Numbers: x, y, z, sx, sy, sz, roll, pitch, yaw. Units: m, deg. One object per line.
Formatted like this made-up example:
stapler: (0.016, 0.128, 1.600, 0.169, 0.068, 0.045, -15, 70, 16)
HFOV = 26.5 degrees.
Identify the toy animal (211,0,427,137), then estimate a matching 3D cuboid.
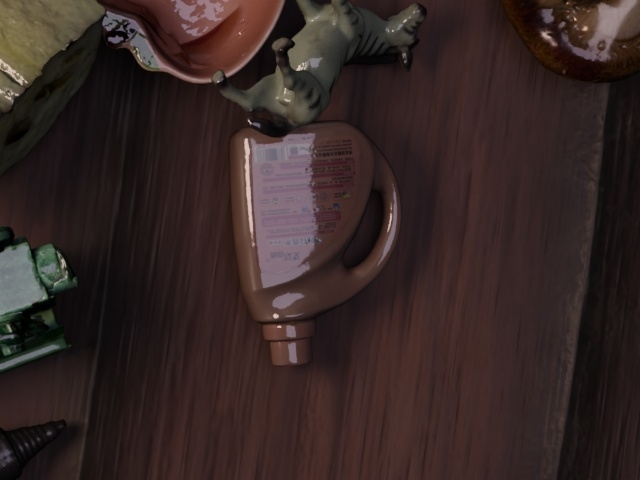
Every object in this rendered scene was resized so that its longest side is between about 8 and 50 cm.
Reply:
toy animal: (0.006, -0.176, 1.305, 0.217, 0.073, 0.176, -54, 139, -16)

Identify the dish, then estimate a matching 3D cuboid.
dish: (-0.141, -0.251, 1.310, 0.213, 0.090, 0.213, 0, 89, -15)

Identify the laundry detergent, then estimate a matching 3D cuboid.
laundry detergent: (0.000, 0.000, 1.346, 0.171, 0.076, 0.237, -7, 91, -13)

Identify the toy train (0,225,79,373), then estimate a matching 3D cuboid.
toy train: (-0.362, 0.079, 1.201, 0.301, 0.202, 0.120, -20, 82, -13)

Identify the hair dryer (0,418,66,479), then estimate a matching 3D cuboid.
hair dryer: (-0.387, 0.267, 1.252, 0.352, 0.107, 0.189, -25, 97, -17)

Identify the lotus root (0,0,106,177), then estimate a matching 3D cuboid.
lotus root: (-0.378, -0.161, 1.207, 0.260, 0.149, 0.267, 35, 60, 4)

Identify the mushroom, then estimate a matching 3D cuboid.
mushroom: (0.273, -0.277, 1.390, 0.194, 0.138, 0.231, -25, 106, -25)
